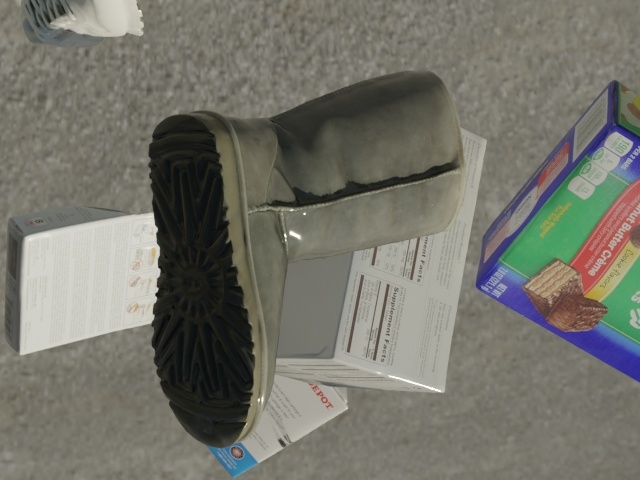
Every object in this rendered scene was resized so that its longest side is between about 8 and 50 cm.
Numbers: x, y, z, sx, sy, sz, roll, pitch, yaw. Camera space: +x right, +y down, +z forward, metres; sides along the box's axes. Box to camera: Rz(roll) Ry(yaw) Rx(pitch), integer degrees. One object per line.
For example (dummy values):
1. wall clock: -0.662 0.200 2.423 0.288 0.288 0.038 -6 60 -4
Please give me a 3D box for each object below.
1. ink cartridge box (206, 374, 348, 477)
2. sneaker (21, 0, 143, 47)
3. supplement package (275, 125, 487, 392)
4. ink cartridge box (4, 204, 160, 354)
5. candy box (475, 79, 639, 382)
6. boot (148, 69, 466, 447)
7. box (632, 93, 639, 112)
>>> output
1. ink cartridge box: -0.082 0.214 1.598 0.203 0.086 0.148 -33 106 10
2. sneaker: -0.221 -0.215 1.031 0.095 0.090 0.235 -15 -178 -15
3. supplement package: 0.028 0.008 1.137 0.145 0.261 0.204 21 163 -34
4. ink cartridge box: -0.292 0.040 1.476 0.232 0.066 0.189 -16 131 -37
5. candy box: 0.380 0.017 1.276 0.317 0.122 0.268 29 127 -7
6. boot: 0.002 0.001 0.638 0.076 0.208 0.189 10 104 34
7. box: 0.268 -0.046 0.617 0.232 0.058 0.087 21 124 -44
